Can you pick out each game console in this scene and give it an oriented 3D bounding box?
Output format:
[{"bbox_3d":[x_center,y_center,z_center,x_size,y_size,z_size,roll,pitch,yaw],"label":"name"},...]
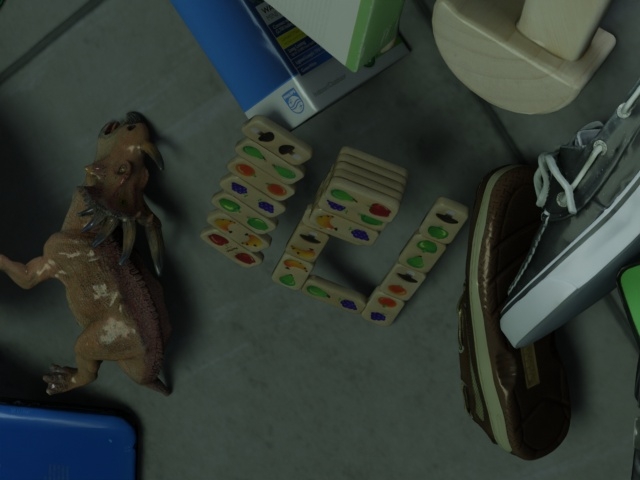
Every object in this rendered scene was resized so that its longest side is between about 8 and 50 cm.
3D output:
[{"bbox_3d":[-0.319,0.252,2.122,0.250,0.173,0.293,5,124,1],"label":"game console"}]

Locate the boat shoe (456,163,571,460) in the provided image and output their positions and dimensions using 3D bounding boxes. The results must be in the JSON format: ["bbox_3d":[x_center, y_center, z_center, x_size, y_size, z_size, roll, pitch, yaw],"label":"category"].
[{"bbox_3d":[0.145,0.055,1.598,0.095,0.095,0.257,25,123,53],"label":"boat shoe"}]

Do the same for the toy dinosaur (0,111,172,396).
[{"bbox_3d":[-0.196,0.045,1.844,0.200,0.127,0.295,-11,113,35],"label":"toy dinosaur"}]

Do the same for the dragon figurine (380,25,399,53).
[{"bbox_3d":[0.035,-0.292,1.483,0.085,0.144,0.289,-4,131,38],"label":"dragon figurine"}]

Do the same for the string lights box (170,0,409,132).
[{"bbox_3d":[-0.057,-0.222,1.563,0.077,0.133,0.259,-31,94,47],"label":"string lights box"}]

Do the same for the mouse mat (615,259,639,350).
[{"bbox_3d":[0.334,0.061,1.450,0.190,0.007,0.152,-18,104,16],"label":"mouse mat"}]

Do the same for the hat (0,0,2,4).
[{"bbox_3d":[-0.421,-0.246,1.803,0.173,0.183,0.208,49,134,4],"label":"hat"}]

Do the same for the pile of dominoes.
[{"bbox_3d":[0.000,0.000,1.609,0.196,0.040,0.251,21,150,-5],"label":"pile of dominoes"}]

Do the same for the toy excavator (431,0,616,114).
[{"bbox_3d":[0.146,-0.335,1.307,0.445,0.222,0.433,50,136,-9],"label":"toy excavator"}]

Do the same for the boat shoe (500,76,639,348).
[{"bbox_3d":[0.219,-0.044,1.461,0.105,0.113,0.306,50,130,18],"label":"boat shoe"}]

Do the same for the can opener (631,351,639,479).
[{"bbox_3d":[0.291,0.171,1.573,0.076,0.095,0.283,4,129,7],"label":"can opener"}]

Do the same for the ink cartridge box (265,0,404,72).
[{"bbox_3d":[-0.038,-0.247,1.404,0.235,0.056,0.171,39,155,13],"label":"ink cartridge box"}]
